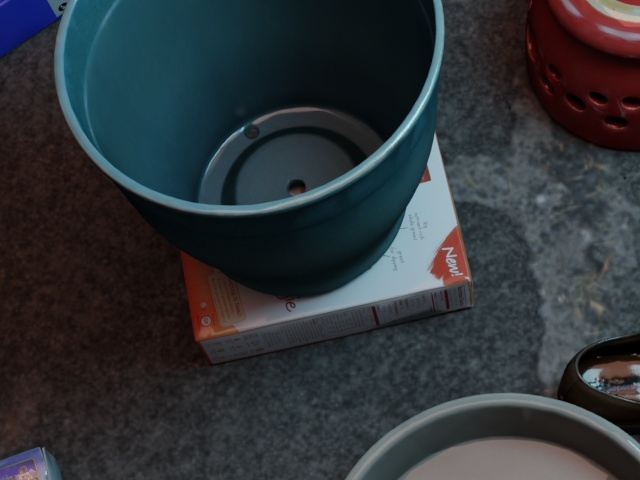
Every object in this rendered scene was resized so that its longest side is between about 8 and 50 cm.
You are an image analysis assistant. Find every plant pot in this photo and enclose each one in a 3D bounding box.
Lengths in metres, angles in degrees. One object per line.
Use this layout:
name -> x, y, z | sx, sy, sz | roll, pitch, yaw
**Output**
plant pot -> -0.036, -0.086, 1.205 | 0.271, 0.255, 0.271 | -3, 64, 6
plant pot -> 0.264, -0.196, 1.332 | 0.191, 0.174, 0.191 | -4, 65, 8

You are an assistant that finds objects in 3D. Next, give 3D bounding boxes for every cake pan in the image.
cake pan -> 0.142, 0.263, 1.213 | 0.293, 0.054, 0.293 | -3, 67, 7

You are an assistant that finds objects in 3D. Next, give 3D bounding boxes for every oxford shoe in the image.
oxford shoe -> 0.301, 0.104, 1.239 | 0.227, 0.096, 0.083 | -10, 64, 2

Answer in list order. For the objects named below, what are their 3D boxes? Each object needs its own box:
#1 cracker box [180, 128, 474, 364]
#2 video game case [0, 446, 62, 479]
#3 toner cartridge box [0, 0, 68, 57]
cracker box -> 0.000, 0.000, 1.340 | 0.232, 0.067, 0.156 | -13, 65, 2
video game case -> -0.307, 0.322, 1.246 | 0.269, 0.061, 0.244 | -19, 67, -1
toner cartridge box -> -0.360, -0.337, 1.531 | 0.165, 0.075, 0.348 | -34, 67, -8
